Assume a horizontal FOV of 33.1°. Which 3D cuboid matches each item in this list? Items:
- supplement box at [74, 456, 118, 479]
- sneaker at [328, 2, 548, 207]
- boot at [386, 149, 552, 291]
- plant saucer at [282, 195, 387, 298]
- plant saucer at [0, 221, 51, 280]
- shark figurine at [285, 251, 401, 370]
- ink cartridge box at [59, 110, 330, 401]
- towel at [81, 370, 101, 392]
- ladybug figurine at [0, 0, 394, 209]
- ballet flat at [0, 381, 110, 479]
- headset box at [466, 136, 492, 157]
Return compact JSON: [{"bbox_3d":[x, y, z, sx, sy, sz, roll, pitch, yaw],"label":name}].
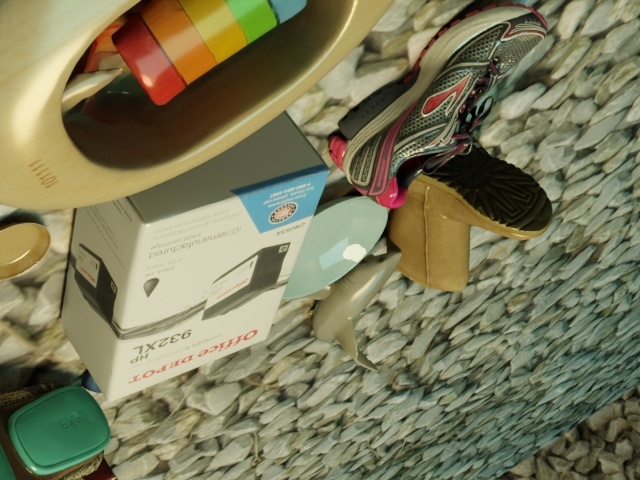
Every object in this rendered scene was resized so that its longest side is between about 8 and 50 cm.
[{"bbox_3d":[-0.307,0.359,1.478,0.073,0.130,0.239,-28,138,-18],"label":"supplement box"},{"bbox_3d":[0.155,-0.160,1.290,0.299,0.112,0.121,-42,153,8],"label":"sneaker"},{"bbox_3d":[0.194,-0.013,1.459,0.089,0.236,0.269,-45,155,-24],"label":"boot"},{"bbox_3d":[0.000,0.000,1.437,0.195,0.037,0.195,-29,152,-17],"label":"plant saucer"},{"bbox_3d":[-0.315,0.007,1.092,0.083,0.015,0.083,-29,152,-17],"label":"plant saucer"},{"bbox_3d":[0.037,0.134,1.605,0.166,0.116,0.278,-19,153,-19],"label":"shark figurine"},{"bbox_3d":[-0.146,0.012,1.178,0.223,0.129,0.307,-19,148,-32],"label":"ink cartridge box"},{"bbox_3d":[-0.250,0.151,1.382,0.119,0.029,0.067,-47,151,18],"label":"towel"},{"bbox_3d":[-0.109,-0.204,0.843,0.449,0.162,0.305,-33,153,-7],"label":"ladybug figurine"},{"bbox_3d":[-0.378,0.250,1.156,0.182,0.164,0.483,-30,173,4],"label":"ballet flat"},{"bbox_3d":[0.194,-0.100,1.485,0.032,0.062,0.083,-15,146,-37],"label":"headset box"}]
